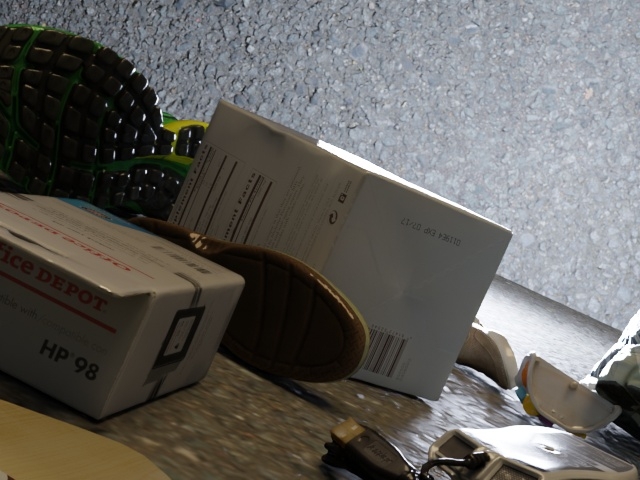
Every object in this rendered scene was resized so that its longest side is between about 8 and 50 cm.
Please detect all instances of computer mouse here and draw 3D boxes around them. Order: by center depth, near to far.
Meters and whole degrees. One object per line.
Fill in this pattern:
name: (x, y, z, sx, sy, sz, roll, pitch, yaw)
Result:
computer mouse: (0.090, 0.122, 0.584, 0.193, 0.042, 0.106, 11, 8, -46)

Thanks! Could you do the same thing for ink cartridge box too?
ink cartridge box: (-0.112, 0.025, 0.536, 0.104, 0.060, 0.180, 25, 5, 11)

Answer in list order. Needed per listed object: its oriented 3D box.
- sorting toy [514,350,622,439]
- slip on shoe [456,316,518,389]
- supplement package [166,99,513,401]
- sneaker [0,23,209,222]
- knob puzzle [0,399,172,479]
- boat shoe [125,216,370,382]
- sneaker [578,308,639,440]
sorting toy: (0.185, 0.128, 0.958, 0.083, 0.045, 0.075, 33, -6, -3)
slip on shoe: (0.135, 0.097, 1.061, 0.041, 0.051, 0.135, -18, 25, -10)
supplement package: (0.000, 0.000, 0.892, 0.139, 0.133, 0.244, 21, 6, -32)
sneaker: (-0.207, -0.087, 1.047, 0.146, 0.134, 0.343, 19, -7, 32)
knob puzzle: (-0.094, 0.073, 0.284, 0.213, 0.030, 0.213, 23, 5, -2)
boat shoe: (-0.043, 0.037, 0.740, 0.190, 0.068, 0.072, 26, -6, 29)
sneaker: (0.297, 0.107, 1.013, 0.110, 0.122, 0.283, 32, -8, 10)
